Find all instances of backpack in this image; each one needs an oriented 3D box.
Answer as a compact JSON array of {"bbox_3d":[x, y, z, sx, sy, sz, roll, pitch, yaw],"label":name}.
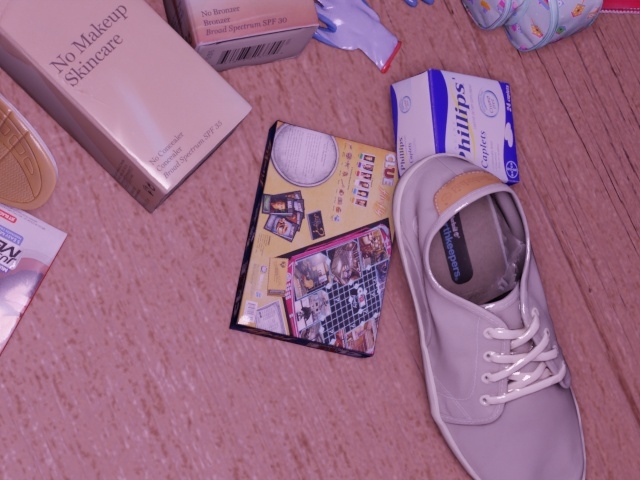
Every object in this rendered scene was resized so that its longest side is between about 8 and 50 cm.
[{"bbox_3d":[0.247,-0.323,1.631,0.144,0.166,0.188,-29,85,-18],"label":"backpack"}]

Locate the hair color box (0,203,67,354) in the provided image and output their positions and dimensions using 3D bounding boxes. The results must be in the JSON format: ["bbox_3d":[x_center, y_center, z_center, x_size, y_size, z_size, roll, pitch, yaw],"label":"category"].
[{"bbox_3d":[-0.350,0.046,1.445,0.093,0.053,0.167,29,74,-9],"label":"hair color box"}]

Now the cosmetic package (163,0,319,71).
[{"bbox_3d":[-0.115,-0.353,1.551,0.153,0.129,0.296,-14,83,-16],"label":"cosmetic package"}]

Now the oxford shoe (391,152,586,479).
[{"bbox_3d":[0.198,0.119,1.504,0.169,0.130,0.449,-24,107,-18],"label":"oxford shoe"}]

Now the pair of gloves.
[{"bbox_3d":[0.059,-0.308,1.650,0.159,0.023,0.198,36,73,-8],"label":"pair of gloves"}]

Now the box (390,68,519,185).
[{"bbox_3d":[0.158,-0.125,1.593,0.137,0.072,0.126,3,77,-39],"label":"box"}]

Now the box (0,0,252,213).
[{"bbox_3d":[-0.240,-0.194,1.487,0.311,0.121,0.148,43,73,-5],"label":"box"}]

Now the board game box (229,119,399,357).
[{"bbox_3d":[0.000,0.000,1.561,0.165,0.042,0.243,14,75,-13],"label":"board game box"}]

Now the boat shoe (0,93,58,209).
[{"bbox_3d":[-0.381,-0.144,1.450,0.277,0.096,0.098,42,104,0],"label":"boat shoe"}]

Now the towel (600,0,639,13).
[{"bbox_3d":[0.410,-0.429,1.771,0.199,0.031,0.274,-2,80,-16],"label":"towel"}]
